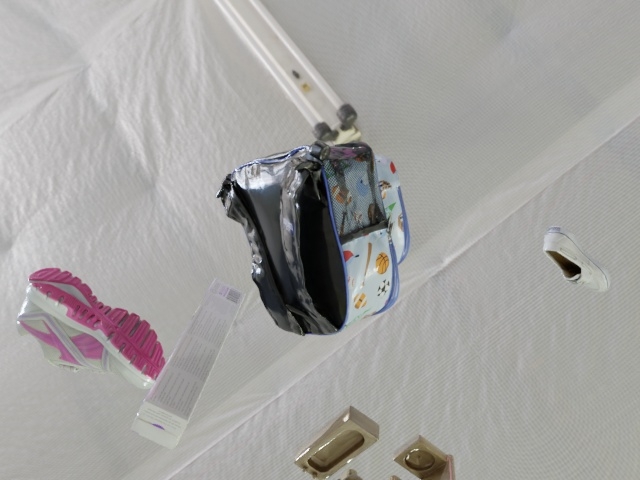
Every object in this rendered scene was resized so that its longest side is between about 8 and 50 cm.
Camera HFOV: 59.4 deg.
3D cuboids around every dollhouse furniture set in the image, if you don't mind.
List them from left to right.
[{"bbox_3d":[0.061,0.308,0.685,0.151,0.123,0.144,38,-64,-12],"label":"dollhouse furniture set"}]

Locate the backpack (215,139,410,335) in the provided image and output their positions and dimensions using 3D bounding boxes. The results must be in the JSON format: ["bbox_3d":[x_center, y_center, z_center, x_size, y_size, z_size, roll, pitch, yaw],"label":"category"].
[{"bbox_3d":[0.000,0.000,0.817,0.276,0.213,0.263,-2,-84,57],"label":"backpack"}]

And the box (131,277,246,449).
[{"bbox_3d":[-0.188,0.169,0.858,0.067,0.324,0.063,26,-65,-7],"label":"box"}]

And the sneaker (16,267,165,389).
[{"bbox_3d":[-0.357,0.155,0.875,0.252,0.103,0.111,37,-73,-2],"label":"sneaker"}]

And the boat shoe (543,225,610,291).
[{"bbox_3d":[0.257,0.028,0.565,0.035,0.100,0.035,-8,-133,54],"label":"boat shoe"}]
